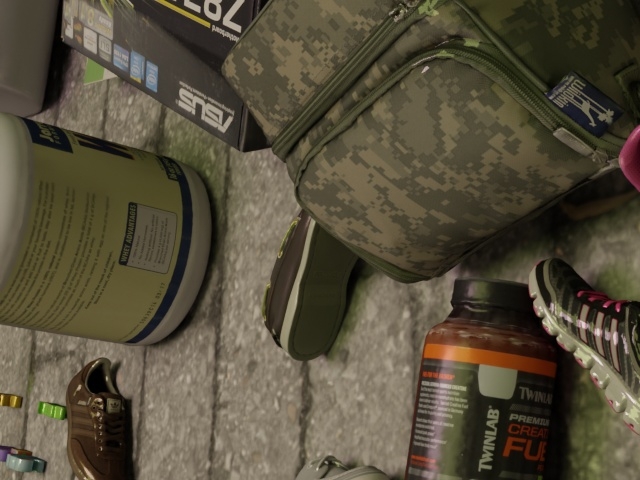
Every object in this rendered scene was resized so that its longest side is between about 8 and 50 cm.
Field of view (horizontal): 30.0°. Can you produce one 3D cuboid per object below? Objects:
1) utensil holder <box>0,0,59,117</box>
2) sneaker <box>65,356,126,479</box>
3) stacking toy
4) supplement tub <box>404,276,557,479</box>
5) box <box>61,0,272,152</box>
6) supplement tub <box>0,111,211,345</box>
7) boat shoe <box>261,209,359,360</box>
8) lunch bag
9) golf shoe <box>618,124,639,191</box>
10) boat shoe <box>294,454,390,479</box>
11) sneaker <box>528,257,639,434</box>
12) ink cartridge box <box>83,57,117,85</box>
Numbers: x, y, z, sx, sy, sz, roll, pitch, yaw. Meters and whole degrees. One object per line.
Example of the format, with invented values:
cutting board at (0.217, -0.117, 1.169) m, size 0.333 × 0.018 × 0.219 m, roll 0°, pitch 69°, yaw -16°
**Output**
utensil holder at (-0.557, -0.410, 1.834) m, size 0.327 × 0.327 × 0.386 m, roll -6°, pitch 76°, yaw 53°
sneaker at (-0.269, 0.223, 1.449) m, size 0.071 × 0.066 × 0.188 m, roll -54°, pitch 42°, yaw 27°
stacking toy at (-0.426, 0.300, 1.649) m, size 0.221 × 0.052 × 0.167 m, roll -1°, pitch 79°, yaw 53°
supplement tub at (0.124, 0.130, 0.914) m, size 0.106 × 0.106 × 0.198 m, roll 0°, pitch 79°, yaw 54°
box at (-0.149, -0.316, 1.311) m, size 0.395 × 0.097 × 0.318 m, roll 34°, pitch 127°, yaw 41°
supplement tub at (-0.315, -0.013, 1.369) m, size 0.235 × 0.324 × 0.235 m, roll -22°, pitch 62°, yaw 48°
boat shoe at (0.000, 0.000, 1.145) m, size 0.068 × 0.081 × 0.228 m, roll 36°, pitch 110°, yaw 48°
lunch bag at (0.100, -0.123, 0.920) m, size 0.256 × 0.212 × 0.305 m, roll 57°, pitch 143°, yaw 4°
golf shoe at (0.282, 0.033, 0.705) m, size 0.115 × 0.140 × 0.306 m, roll -55°, pitch 42°, yaw 25°
boat shoe at (-0.001, 0.231, 1.094) m, size 0.184 × 0.066 × 0.063 m, roll -44°, pitch 47°, yaw 50°
sneaker at (0.216, 0.062, 0.850) m, size 0.075 × 0.063 × 0.170 m, roll -57°, pitch 45°, yaw 25°
ink cartridge box at (-0.224, -0.291, 1.568) m, size 0.235 × 0.056 × 0.171 m, roll -3°, pitch 76°, yaw 54°
